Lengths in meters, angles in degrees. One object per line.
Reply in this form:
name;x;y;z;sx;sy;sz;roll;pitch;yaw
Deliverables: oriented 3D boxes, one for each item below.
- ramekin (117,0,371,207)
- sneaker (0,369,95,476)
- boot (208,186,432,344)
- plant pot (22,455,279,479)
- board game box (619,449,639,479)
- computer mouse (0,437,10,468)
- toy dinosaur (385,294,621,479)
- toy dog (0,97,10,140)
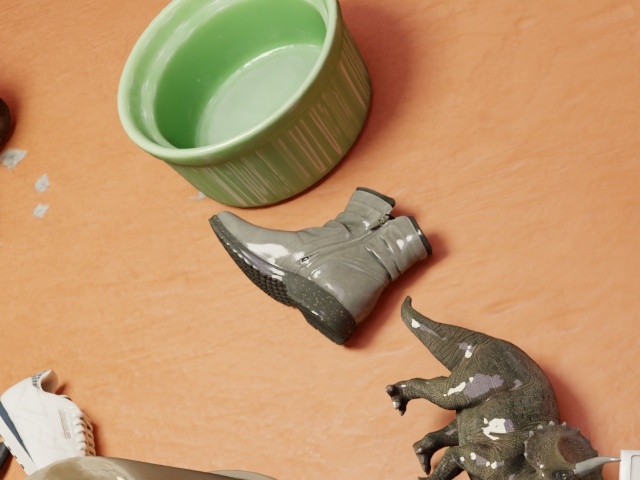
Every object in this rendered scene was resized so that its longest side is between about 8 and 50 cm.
ramekin;-0.085;-0.189;1.284;0.303;0.148;0.303;-15;53;21
sneaker;-0.295;0.235;1.171;0.094;0.090;0.235;-34;51;-20
boot;0.000;0.000;1.167;0.246;0.083;0.161;34;73;35
plant pot;-0.146;0.320;0.891;0.323;0.280;0.323;-16;52;21
board game box;0.319;0.311;0.773;0.192;0.053;0.305;-5;57;27
computer mouse;-0.455;0.201;1.270;0.184;0.060;0.262;10;43;4
toy dinosaur;0.158;0.166;0.944;0.160;0.121;0.314;-25;37;6
toy dog;-0.643;-0.115;1.520;0.408;0.284;0.395;-48;12;-4
